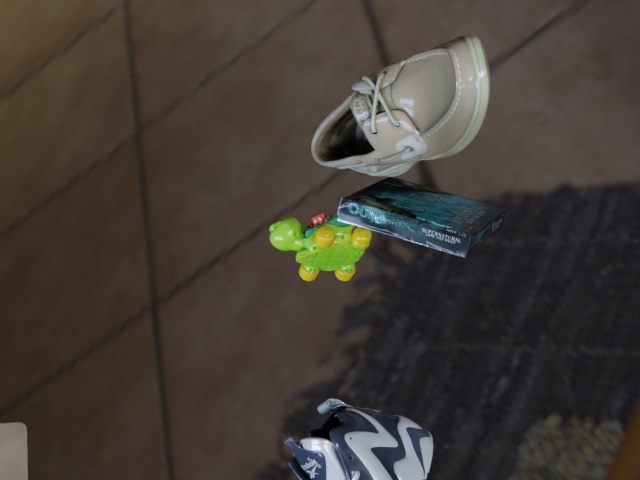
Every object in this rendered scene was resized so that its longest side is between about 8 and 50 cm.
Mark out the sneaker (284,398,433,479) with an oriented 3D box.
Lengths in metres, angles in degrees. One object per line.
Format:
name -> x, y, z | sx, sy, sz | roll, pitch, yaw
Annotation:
sneaker -> 0.023, 0.257, 1.566 | 0.094, 0.153, 0.235 | -35, 33, 50

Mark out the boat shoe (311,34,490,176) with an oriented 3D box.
boat shoe -> 0.081, -0.134, 1.680 | 0.302, 0.098, 0.109 | 151, 115, -64

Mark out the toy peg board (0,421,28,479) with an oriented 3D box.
toy peg board -> -0.349, 0.259, 1.463 | 0.161, 0.079, 0.160 | -2, 65, -10

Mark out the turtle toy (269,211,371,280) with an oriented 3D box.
turtle toy -> 0.000, 0.000, 1.994 | 0.095, 0.130, 0.066 | 115, 149, -48

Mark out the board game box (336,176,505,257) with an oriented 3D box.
board game box -> 0.099, -0.025, 1.521 | 0.126, 0.186, 0.026 | 16, 102, 13
